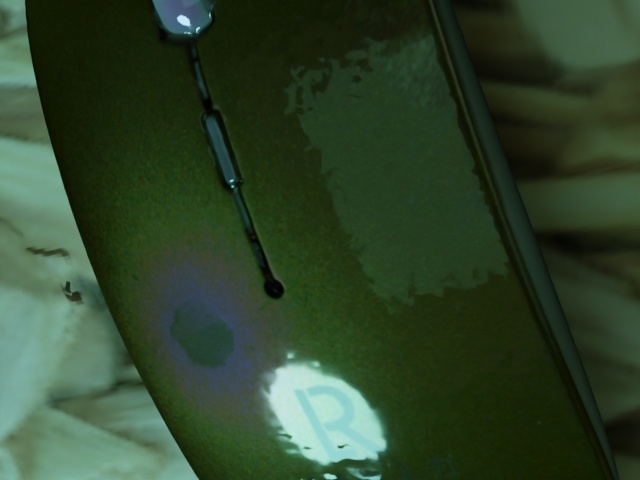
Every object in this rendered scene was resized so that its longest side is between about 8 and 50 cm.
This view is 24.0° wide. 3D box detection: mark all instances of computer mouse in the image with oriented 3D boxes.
[{"bbox_3d":[0.000,0.000,0.514,0.158,0.072,0.310,-14,103,32],"label":"computer mouse"}]
